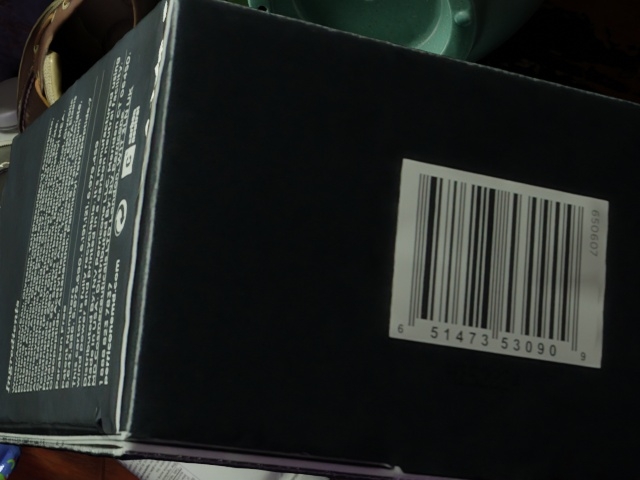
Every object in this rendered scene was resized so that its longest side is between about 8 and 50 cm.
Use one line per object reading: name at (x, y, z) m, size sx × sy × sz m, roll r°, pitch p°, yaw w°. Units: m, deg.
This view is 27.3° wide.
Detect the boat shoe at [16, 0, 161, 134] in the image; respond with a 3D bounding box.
boat shoe at (-0.219, -0.159, 1.217) m, size 0.123 × 0.123 × 0.342 m, roll 36°, pitch 139°, yaw -12°

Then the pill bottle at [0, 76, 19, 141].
pill bottle at (-0.308, -0.098, 1.445) m, size 0.087 × 0.087 × 0.160 m, roll 3°, pitch 137°, yaw 23°

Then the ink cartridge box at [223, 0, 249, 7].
ink cartridge box at (-0.118, -0.194, 1.270) m, size 0.235 × 0.056 × 0.171 m, roll 33°, pitch 140°, yaw -10°

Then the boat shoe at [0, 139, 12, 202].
boat shoe at (-0.224, -0.005, 1.432) m, size 0.335 × 0.095 × 0.112 m, roll 31°, pitch 107°, yaw -39°

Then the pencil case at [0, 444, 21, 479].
pencil case at (-0.549, 0.251, 1.940) m, size 0.133 × 0.119 × 0.306 m, roll -7°, pitch 133°, yaw 18°

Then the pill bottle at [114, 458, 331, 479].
pill bottle at (-0.136, 0.271, 1.668) m, size 0.283 × 0.160 × 0.160 m, roll 38°, pitch 141°, yaw 3°

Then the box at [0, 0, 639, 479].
box at (0.013, 0.049, 1.062) m, size 0.480 × 0.297 × 0.472 m, roll 10°, pitch 168°, yaw -24°

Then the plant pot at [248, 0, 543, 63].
plant pot at (0.051, -0.234, 1.016) m, size 0.293 × 0.196 × 0.293 m, roll 11°, pitch 139°, yaw 10°
